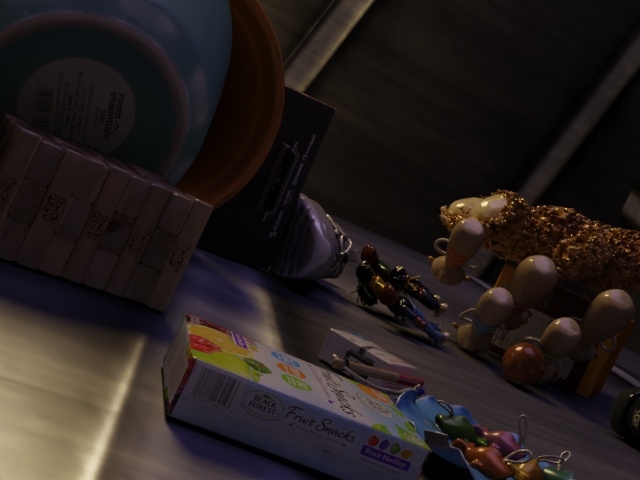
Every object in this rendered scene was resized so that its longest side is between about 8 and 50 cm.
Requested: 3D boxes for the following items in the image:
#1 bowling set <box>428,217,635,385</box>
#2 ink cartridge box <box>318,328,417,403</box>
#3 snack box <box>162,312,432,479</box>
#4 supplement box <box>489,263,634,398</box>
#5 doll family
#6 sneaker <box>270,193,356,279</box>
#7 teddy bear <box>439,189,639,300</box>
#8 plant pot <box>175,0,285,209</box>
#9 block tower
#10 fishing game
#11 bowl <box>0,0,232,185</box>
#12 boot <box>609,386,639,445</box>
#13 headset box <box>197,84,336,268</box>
[{"bbox_3d":[0.251,0.121,1.297,0.287,0.200,0.154,28,-37,6],"label":"bowling set"},{"bbox_3d":[0.046,0.106,0.811,0.083,0.028,0.048,28,6,35],"label":"ink cartridge box"},{"bbox_3d":[-0.018,0.093,0.555,0.141,0.037,0.100,24,5,-13],"label":"snack box"},{"bbox_3d":[0.364,0.139,1.516,0.194,0.129,0.191,27,5,22],"label":"supplement box"},{"bbox_3d":[0.098,0.066,1.259,0.111,0.076,0.193,44,-11,-30],"label":"doll family"},{"bbox_3d":[0.000,0.000,1.266,0.115,0.105,0.281,17,5,-8],"label":"sneaker"},{"bbox_3d":[0.334,0.013,1.422,0.338,0.113,0.245,18,-7,-31],"label":"teddy bear"},{"bbox_3d":[-0.201,-0.169,1.073,0.291,0.291,0.203,23,2,-17],"label":"plant pot"},{"bbox_3d":[-0.249,-0.052,0.674,0.335,0.091,0.097,23,5,-29],"label":"block tower"},{"bbox_3d":[0.133,0.147,0.670,0.264,0.041,0.189,32,6,36],"label":"fishing game"},{"bbox_3d":[-0.212,-0.132,0.805,0.311,0.311,0.163,22,25,-30],"label":"bowl"},{"bbox_3d":[0.484,0.244,1.114,0.246,0.094,0.207,16,4,-22],"label":"boot"},{"bbox_3d":[-0.113,-0.107,1.246,0.110,0.218,0.293,20,5,-31],"label":"headset box"}]
